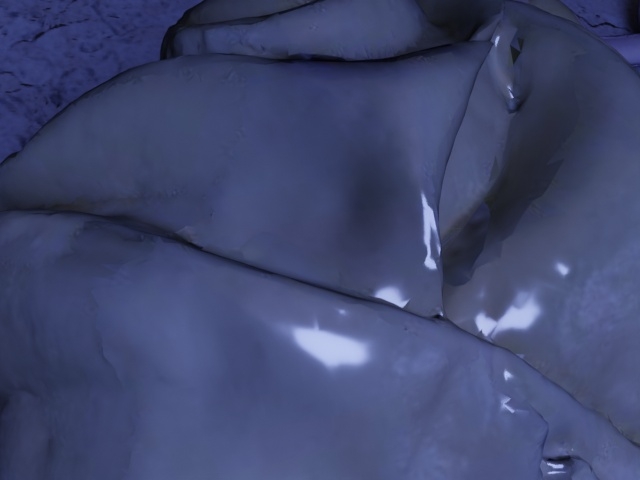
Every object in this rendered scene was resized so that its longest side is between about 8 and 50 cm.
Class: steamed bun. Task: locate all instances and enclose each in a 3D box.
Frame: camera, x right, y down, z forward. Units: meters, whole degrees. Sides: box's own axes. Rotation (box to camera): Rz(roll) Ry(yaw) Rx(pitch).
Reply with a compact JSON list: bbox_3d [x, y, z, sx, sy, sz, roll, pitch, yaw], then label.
[{"bbox_3d":[0.000,0.000,0.512,0.367,0.255,0.342,-14,23,-20],"label":"steamed bun"}]

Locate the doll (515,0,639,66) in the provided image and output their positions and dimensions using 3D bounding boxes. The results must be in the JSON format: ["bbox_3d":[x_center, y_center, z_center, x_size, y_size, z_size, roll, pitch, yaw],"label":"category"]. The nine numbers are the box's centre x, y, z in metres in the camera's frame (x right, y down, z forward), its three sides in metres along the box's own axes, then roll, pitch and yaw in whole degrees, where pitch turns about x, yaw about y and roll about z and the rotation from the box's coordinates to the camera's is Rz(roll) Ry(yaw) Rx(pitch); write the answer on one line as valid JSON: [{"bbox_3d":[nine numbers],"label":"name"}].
[{"bbox_3d":[0.238,-0.154,0.849,0.365,0.094,0.160,-9,58,-18],"label":"doll"}]
